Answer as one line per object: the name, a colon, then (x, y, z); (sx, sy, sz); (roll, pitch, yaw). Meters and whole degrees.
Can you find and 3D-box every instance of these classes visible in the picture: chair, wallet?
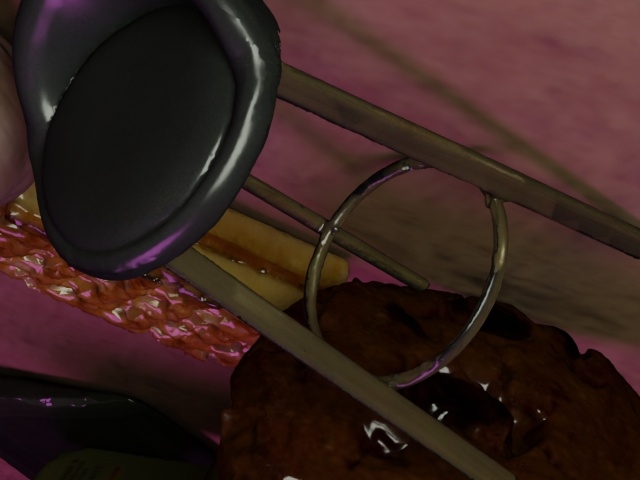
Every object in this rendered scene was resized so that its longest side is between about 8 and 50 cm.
chair: (0.000, -0.001, 0.538); (0.104, 0.095, 0.221); (-15, 145, 39)
wallet: (-0.136, 0.148, 1.182); (0.168, 0.052, 0.245); (3, 156, 26)

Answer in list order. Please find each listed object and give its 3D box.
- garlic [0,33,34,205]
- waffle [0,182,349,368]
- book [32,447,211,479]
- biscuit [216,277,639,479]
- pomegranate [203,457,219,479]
garlic: (-0.131, -0.043, 0.576); (0.084, 0.066, 0.152); (19, 164, 1)
waffle: (-0.072, 0.006, 0.706); (0.148, 0.042, 0.102); (24, 162, -22)
book: (-0.022, 0.206, 0.976); (0.352, 0.035, 0.239); (8, -156, 11)
biscuit: (0.055, 0.084, 0.628); (0.192, 0.192, 0.049); (20, 129, -8)
pomegranate: (0.025, 0.146, 0.886); (0.169, 0.148, 0.148); (-2, 155, 27)
